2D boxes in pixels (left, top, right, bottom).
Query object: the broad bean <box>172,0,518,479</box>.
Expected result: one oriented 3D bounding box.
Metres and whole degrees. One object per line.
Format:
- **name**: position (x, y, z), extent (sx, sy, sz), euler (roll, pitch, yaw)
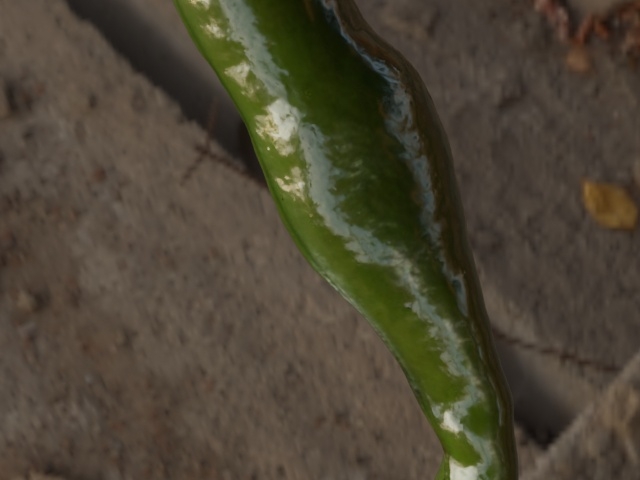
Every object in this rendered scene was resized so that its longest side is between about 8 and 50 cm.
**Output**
- **broad bean**: position (0.010, -0.003, 0.709), extent (0.098, 0.056, 0.318), euler (-15, 97, -23)
